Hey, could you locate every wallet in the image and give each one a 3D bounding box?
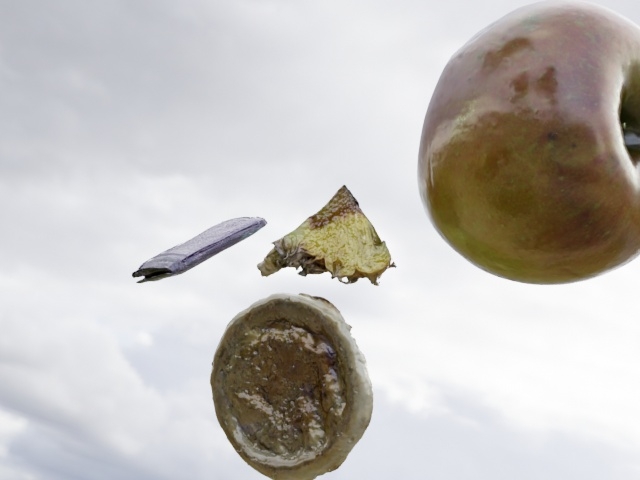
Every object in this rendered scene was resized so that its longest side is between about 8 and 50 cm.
[{"bbox_3d":[-0.160,0.009,1.915,0.111,0.166,0.030,-15,-77,54],"label":"wallet"}]

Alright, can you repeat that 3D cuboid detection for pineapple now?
[{"bbox_3d":[0.000,0.000,1.215,0.114,0.114,0.077,44,-33,49],"label":"pineapple"}]

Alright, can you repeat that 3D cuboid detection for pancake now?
[{"bbox_3d":[-0.022,0.103,1.007,0.139,0.139,0.022,6,2,36],"label":"pancake"}]

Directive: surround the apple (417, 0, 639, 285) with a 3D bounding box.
[{"bbox_3d":[0.187,-0.078,1.208,0.237,0.237,0.207,29,-21,-36],"label":"apple"}]
